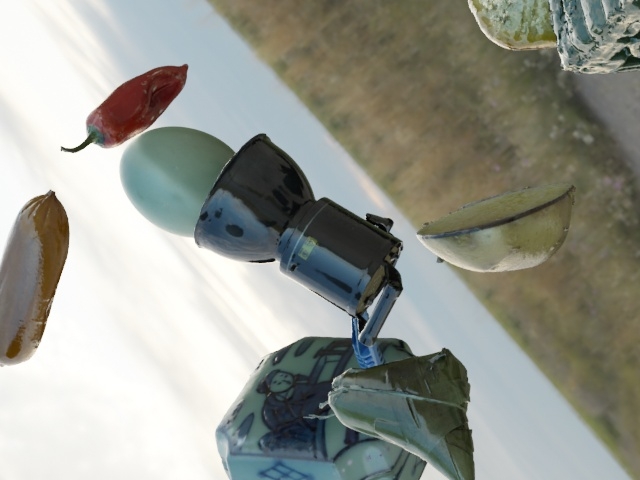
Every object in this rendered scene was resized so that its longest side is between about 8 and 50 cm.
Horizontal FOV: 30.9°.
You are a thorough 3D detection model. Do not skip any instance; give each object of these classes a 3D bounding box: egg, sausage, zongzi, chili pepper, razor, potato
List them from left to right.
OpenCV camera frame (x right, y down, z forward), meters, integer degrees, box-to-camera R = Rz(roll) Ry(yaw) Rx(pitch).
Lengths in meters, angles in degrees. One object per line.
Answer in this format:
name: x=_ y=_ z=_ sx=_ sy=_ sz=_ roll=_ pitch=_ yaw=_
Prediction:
sausage: x=-0.267 y=0.041 z=1.044 sx=0.062 sy=0.183 sz=0.054 roll=26 pitch=-158 yaw=5
chili pepper: x=-0.212 y=-0.146 z=1.301 sx=0.050 sy=0.191 sz=0.059 roll=17 pitch=138 yaw=42
egg: x=-0.188 y=-0.081 z=1.613 sx=0.192 sy=0.149 sz=0.149 roll=22 pitch=-164 yaw=-24
razor: x=0.046 y=0.105 z=1.467 sx=0.082 sy=0.042 sz=0.253 roll=24 pitch=153 yaw=34
zongzi: x=0.050 y=0.164 z=0.955 sx=0.062 sy=0.154 sz=0.130 roll=54 pitch=-152 yaw=-51
potato: x=0.287 y=-0.005 z=1.864 sx=0.299 sy=0.239 sz=0.116 roll=-23 pitch=-75 yaw=-51

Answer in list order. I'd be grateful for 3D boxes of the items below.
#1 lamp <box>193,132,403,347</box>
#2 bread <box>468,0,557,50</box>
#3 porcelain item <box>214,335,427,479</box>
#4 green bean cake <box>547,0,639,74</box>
lamp: x=0.000 y=0.000 z=1.254 sx=0.227 sy=0.147 sz=0.172 roll=31 pitch=-156 yaw=11
bread: x=0.314 y=-0.317 z=1.466 sx=0.174 sy=0.246 sz=0.121 roll=-113 pitch=15 yaw=-59
porcelain item: x=0.014 y=0.266 z=1.650 sx=0.281 sy=0.286 sz=0.157 roll=-53 pitch=-46 yaw=-47
green bean cake: x=0.394 y=-0.279 z=1.250 sx=0.255 sy=0.241 sz=0.132 roll=132 pitch=131 yaw=-74
